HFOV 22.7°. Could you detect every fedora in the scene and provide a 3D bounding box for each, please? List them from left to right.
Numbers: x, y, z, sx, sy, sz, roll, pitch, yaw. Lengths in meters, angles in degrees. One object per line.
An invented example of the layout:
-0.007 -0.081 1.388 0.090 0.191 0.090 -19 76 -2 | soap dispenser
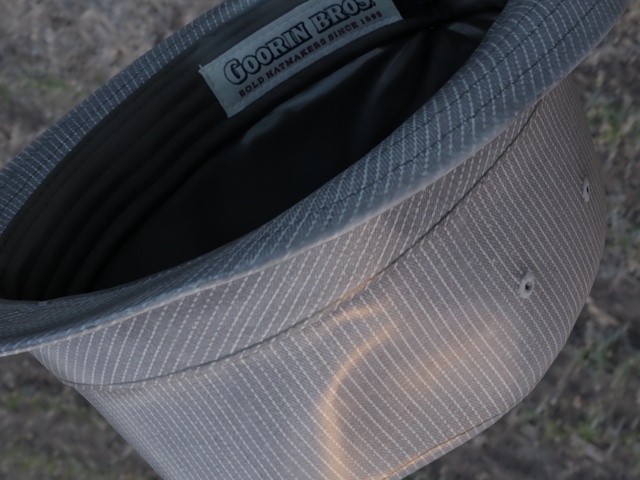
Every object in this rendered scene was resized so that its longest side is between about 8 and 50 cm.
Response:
0.000 0.000 0.525 0.243 0.275 0.124 -12 118 37 | fedora
